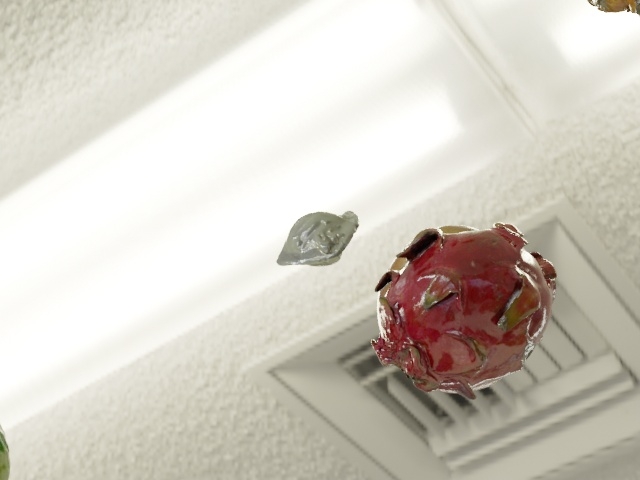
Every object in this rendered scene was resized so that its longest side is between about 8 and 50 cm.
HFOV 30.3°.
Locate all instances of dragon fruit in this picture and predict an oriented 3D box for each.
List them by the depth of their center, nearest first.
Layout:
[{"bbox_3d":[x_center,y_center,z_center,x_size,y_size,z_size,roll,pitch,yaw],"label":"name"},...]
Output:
[{"bbox_3d":[0.121,0.049,0.929,0.166,0.136,0.133,-20,-7,-27],"label":"dragon fruit"}]

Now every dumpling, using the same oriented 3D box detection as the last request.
[{"bbox_3d":[-0.001,-0.002,1.071,0.076,0.052,0.057,-2,-8,-28],"label":"dumpling"}]

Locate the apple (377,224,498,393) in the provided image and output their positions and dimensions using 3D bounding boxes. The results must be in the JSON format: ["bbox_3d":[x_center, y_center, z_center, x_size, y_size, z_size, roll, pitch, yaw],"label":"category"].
[{"bbox_3d":[0.187,0.098,1.626,0.210,0.234,0.173,8,-31,31],"label":"apple"}]

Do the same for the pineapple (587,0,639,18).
[{"bbox_3d":[0.379,-0.315,1.288,0.250,0.164,0.139,2,-62,38],"label":"pineapple"}]

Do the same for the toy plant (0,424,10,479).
[{"bbox_3d":[-0.289,0.271,0.858,0.185,0.224,0.315,-13,-87,25],"label":"toy plant"}]
